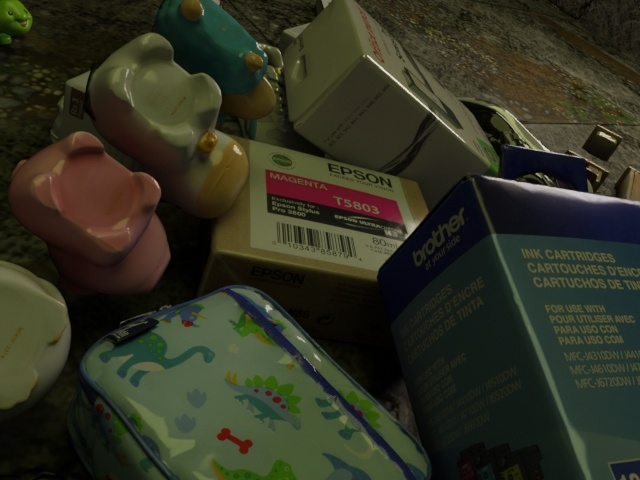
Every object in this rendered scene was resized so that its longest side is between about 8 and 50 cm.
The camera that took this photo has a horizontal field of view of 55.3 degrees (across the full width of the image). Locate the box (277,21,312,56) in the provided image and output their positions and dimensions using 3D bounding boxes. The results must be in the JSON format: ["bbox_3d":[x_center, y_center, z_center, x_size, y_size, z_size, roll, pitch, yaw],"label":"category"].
[{"bbox_3d":[0.009,-0.304,1.027,0.126,0.072,0.137,32,36,12],"label":"box"}]

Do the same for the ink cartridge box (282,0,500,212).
[{"bbox_3d":[0.094,-0.148,0.755,0.272,0.114,0.198,33,29,-30],"label":"ink cartridge box"}]

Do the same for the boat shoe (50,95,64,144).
[{"bbox_3d":[-0.249,-0.163,0.699,0.066,0.063,0.184,24,35,1],"label":"boat shoe"}]

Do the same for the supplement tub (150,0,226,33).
[{"bbox_3d":[-0.182,-0.276,0.850,0.106,0.106,0.198,12,36,-16],"label":"supplement tub"}]

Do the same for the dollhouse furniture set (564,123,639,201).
[{"bbox_3d":[0.602,-0.183,0.968,0.303,0.356,0.174,32,35,12],"label":"dollhouse furniture set"}]

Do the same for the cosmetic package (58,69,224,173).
[{"bbox_3d":[-0.178,-0.140,0.665,0.085,0.117,0.231,24,36,2],"label":"cosmetic package"}]

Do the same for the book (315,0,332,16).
[{"bbox_3d":[0.040,-0.482,1.321,0.096,0.035,0.144,17,34,-17],"label":"book"}]

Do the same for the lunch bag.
[{"bbox_3d":[-0.046,0.133,0.410,0.219,0.090,0.176,43,36,23],"label":"lunch bag"}]

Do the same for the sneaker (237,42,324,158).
[{"bbox_3d":[-0.056,-0.172,0.800,0.087,0.092,0.229,-1,43,-33],"label":"sneaker"}]

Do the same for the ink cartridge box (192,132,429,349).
[{"bbox_3d":[0.000,0.000,0.610,0.234,0.088,0.193,11,38,-17],"label":"ink cartridge box"}]

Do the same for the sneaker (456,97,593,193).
[{"bbox_3d":[0.262,-0.114,0.904,0.283,0.107,0.124,37,43,19],"label":"sneaker"}]

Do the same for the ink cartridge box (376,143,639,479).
[{"bbox_3d":[0.211,0.111,0.452,0.269,0.151,0.396,5,54,-26],"label":"ink cartridge box"}]

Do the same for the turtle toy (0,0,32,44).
[{"bbox_3d":[-0.415,-0.287,0.763,0.130,0.066,0.095,32,36,12],"label":"turtle toy"}]

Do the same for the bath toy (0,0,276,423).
[{"bbox_3d":[-0.158,-0.024,0.452,0.151,0.129,0.348,45,56,-24],"label":"bath toy"}]
